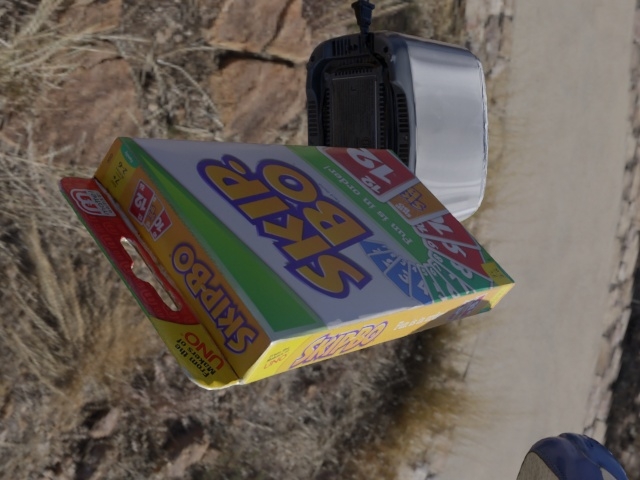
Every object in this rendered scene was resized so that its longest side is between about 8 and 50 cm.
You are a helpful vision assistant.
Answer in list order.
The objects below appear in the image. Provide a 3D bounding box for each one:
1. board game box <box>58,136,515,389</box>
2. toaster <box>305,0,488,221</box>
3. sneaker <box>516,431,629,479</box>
[{"bbox_3d":[0.000,0.000,0.448,0.259,0.124,0.039,-9,142,-52],"label":"board game box"},{"bbox_3d":[0.074,-0.106,0.807,0.146,0.129,0.227,-8,98,-46],"label":"toaster"},{"bbox_3d":[0.095,0.242,0.471,0.112,0.130,0.297,109,-3,-66],"label":"sneaker"}]
